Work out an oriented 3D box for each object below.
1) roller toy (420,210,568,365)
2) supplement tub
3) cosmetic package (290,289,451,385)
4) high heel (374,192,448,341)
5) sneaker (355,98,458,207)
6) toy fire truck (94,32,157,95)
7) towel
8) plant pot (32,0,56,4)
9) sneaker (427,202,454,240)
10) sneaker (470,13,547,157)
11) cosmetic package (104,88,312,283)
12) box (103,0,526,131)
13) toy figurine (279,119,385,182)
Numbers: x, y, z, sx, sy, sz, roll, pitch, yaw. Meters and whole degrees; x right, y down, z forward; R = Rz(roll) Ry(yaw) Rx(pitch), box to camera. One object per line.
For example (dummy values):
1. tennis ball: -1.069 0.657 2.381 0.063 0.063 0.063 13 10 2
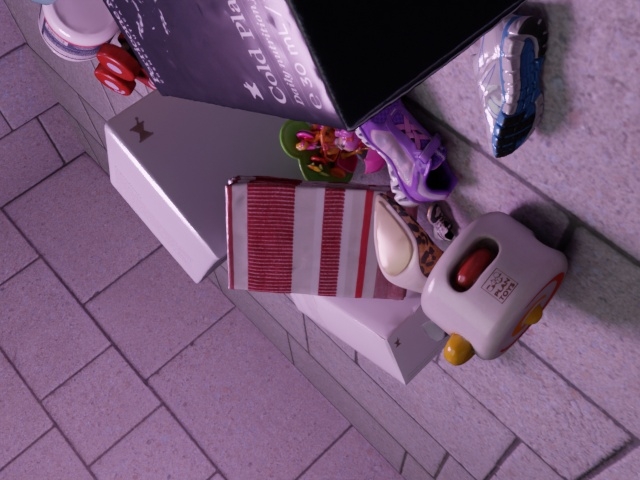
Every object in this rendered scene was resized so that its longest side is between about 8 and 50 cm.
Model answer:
1. roller toy: 0.253 0.070 0.954 0.146 0.209 0.191 40 138 26
2. supplement tub: -0.635 -0.582 1.741 0.191 0.191 0.272 56 160 -17
3. cosmetic package: 0.099 0.112 1.384 0.365 0.197 0.155 32 154 46
4. high heel: 0.191 0.026 1.126 0.093 0.186 0.261 -29 85 44
5. sneaker: 0.135 -0.146 0.995 0.104 0.095 0.236 14 146 52
6. toy fire truck: -0.382 -0.416 1.582 0.254 0.169 0.302 30 167 -17
7. towel: 0.000 0.000 1.169 0.037 0.329 0.237 -87 1 -57
8. plant pot: -0.626 -0.667 1.450 0.293 0.293 0.235 25 162 51
9. sneaker: 0.208 -0.032 1.131 0.037 0.032 0.083 16 149 36
10. sneaker: 0.214 -0.186 0.784 0.083 0.071 0.190 43 152 39
11. cosmetic package: -0.223 -0.148 1.411 0.327 0.329 0.394 51 162 -2
12. box: -0.092 -0.408 0.681 0.472 0.297 0.480 26 149 54
13. toy figurine: 0.042 -0.162 1.122 0.173 0.130 0.159 30 160 -32
